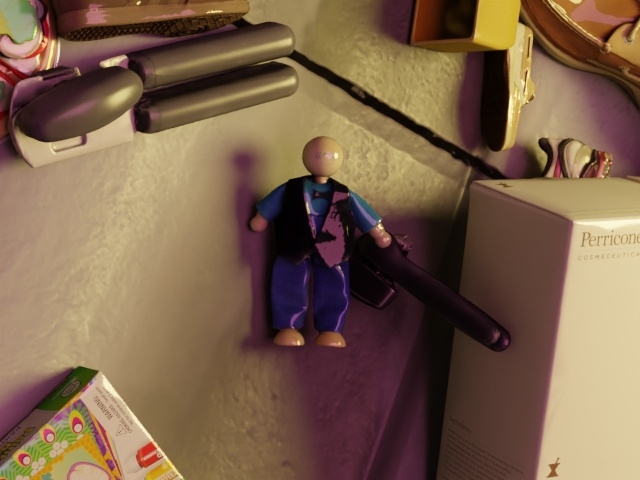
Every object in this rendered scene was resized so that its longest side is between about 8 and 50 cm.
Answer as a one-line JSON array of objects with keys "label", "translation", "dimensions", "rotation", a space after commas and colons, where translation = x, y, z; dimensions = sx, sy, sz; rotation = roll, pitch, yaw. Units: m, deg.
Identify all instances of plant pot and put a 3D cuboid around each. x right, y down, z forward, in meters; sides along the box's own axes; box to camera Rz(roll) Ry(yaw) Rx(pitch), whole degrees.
[{"label": "plant pot", "translation": [0.148, -0.220, 1.526], "dimensions": [0.083, 0.081, 0.081], "rotation": [14, 82, -45]}]

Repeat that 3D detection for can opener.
[{"label": "can opener", "translation": [-0.127, -0.123, 1.326], "dimensions": [0.283, 0.095, 0.076], "rotation": [-18, 114, -32]}, {"label": "can opener", "translation": [0.098, 0.048, 1.444], "dimensions": [0.059, 0.186, 0.073], "rotation": [12, 106, -61]}]

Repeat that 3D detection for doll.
[{"label": "doll", "translation": [0.000, 0.000, 1.423], "dimensions": [0.129, 0.046, 0.189], "rotation": [2, 95, -1]}]

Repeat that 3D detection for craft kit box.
[{"label": "craft kit box", "translation": [-0.208, 0.277, 1.305], "dimensions": [0.246, 0.061, 0.250], "rotation": [-44, 113, -23]}]

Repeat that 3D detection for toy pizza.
[{"label": "toy pizza", "translation": [-0.297, -0.167, 1.255], "dimensions": [0.201, 0.032, 0.201], "rotation": [0, 90, -34]}]

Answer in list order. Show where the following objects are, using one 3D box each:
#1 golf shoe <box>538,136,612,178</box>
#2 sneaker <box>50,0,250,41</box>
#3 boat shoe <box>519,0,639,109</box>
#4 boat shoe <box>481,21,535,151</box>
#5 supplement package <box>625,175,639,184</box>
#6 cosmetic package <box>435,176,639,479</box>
[{"label": "golf shoe", "translation": [0.227, -0.014, 1.594], "dimensions": [0.086, 0.067, 0.186], "rotation": [22, 90, 11]}, {"label": "sneaker", "translation": [-0.142, -0.213, 1.337], "dimensions": [0.188, 0.066, 0.071], "rotation": [-10, 84, -40]}, {"label": "boat shoe", "translation": [0.340, -0.215, 1.624], "dimensions": [0.324, 0.120, 0.122], "rotation": [27, 76, -31]}, {"label": "boat shoe", "translation": [0.192, -0.154, 1.569], "dimensions": [0.045, 0.050, 0.135], "rotation": [6, 87, -28]}, {"label": "supplement package", "translation": [0.399, 0.097, 1.593], "dimensions": [0.178, 0.175, 0.292], "rotation": [2, 104, -32]}, {"label": "cosmetic package", "translation": [0.235, 0.131, 1.491], "dimensions": [0.197, 0.155, 0.365], "rotation": [-5, 109, -32]}]
